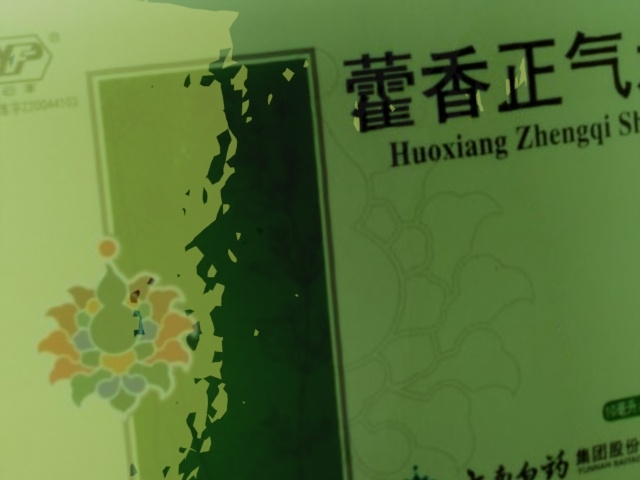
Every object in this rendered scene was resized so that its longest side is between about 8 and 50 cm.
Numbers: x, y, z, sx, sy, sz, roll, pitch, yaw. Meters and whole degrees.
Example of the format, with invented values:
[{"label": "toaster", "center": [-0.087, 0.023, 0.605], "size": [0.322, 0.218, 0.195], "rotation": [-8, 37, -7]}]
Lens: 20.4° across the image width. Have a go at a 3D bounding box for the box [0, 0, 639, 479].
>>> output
[{"label": "box", "center": [0.000, 0.000, 0.481], "size": [0.212, 0.095, 0.168], "rotation": [-9, 99, -20]}]
